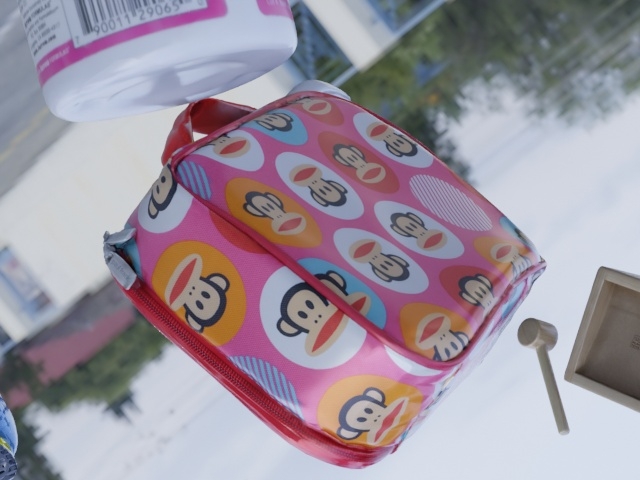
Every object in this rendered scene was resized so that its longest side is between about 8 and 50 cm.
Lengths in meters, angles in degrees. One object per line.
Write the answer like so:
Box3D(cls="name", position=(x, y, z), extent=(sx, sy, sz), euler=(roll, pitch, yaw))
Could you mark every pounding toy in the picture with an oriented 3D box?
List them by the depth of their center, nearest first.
Box3D(cls="pounding toy", position=(0.309, 0.124, 1.621), extent=(0.206, 0.094, 0.181), euler=(22, -83, 48))

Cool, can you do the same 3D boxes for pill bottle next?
Box3D(cls="pill bottle", position=(-0.126, -0.228, 0.952), extent=(0.160, 0.283, 0.160), euler=(-16, 176, -1))

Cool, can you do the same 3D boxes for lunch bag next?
Box3D(cls="lunch bag", position=(0.000, 0.000, 1.015), extent=(0.120, 0.258, 0.293), euler=(-56, 169, 25))

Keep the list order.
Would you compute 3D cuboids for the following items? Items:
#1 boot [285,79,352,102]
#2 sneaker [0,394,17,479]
Box3D(cls="boot", position=(0.055, -0.043, 1.300), extent=(0.095, 0.123, 0.258), euler=(-60, 152, -9))
Box3D(cls="sneaker", position=(-0.250, 0.077, 0.949), extent=(0.069, 0.209, 0.082), euler=(-21, -129, 3))
